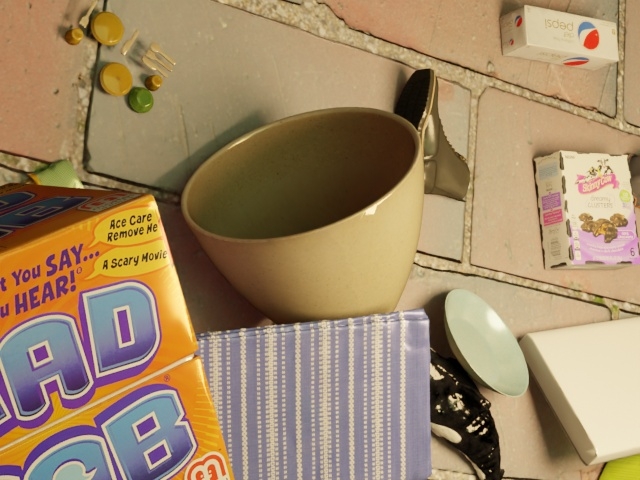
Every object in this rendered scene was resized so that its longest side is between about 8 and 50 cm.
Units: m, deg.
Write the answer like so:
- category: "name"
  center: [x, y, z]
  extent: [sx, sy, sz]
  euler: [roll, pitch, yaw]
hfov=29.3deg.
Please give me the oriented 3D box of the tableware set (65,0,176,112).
- category: "tableware set"
  center: [-0.283, -0.252, 1.704]
  extent: [0.154, 0.024, 0.104]
  euler: [36, 67, -22]

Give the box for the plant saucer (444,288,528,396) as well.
- category: "plant saucer"
  center: [0.248, 0.166, 1.908]
  extent: [0.195, 0.037, 0.195]
  euler: [36, 33, -28]

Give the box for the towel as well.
- category: "towel"
  center: [-0.009, 0.219, 1.596]
  extent: [0.336, 0.040, 0.243]
  euler: [-5, 100, -18]

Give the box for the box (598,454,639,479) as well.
- category: "box"
  center: [0.497, 0.417, 1.998]
  extent: [0.042, 0.109, 0.178]
  euler: [48, 60, -25]

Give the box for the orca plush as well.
- category: "orca plush"
  center: [0.215, 0.271, 1.857]
  extent: [0.151, 0.102, 0.287]
  euler: [-27, 95, -33]

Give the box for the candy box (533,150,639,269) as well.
- category: "candy box"
  center: [0.456, -0.050, 2.094]
  extent: [0.164, 0.070, 0.196]
  euler: [0, 80, -32]

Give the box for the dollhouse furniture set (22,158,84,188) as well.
- category: "dollhouse furniture set"
  center: [-0.321, -0.036, 1.611]
  extent: [0.076, 0.058, 0.152]
  euler: [-33, 98, -33]

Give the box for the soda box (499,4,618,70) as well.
- category: "soda box"
  center: [0.418, -0.351, 2.135]
  extent: [0.216, 0.069, 0.074]
  euler: [3, 79, -31]

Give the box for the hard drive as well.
- category: "hard drive"
  center: [0.520, 0.238, 2.032]
  extent: [0.353, 0.047, 0.233]
  euler: [-5, 54, -33]

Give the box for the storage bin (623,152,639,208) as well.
- category: "storage bin"
  center: [0.608, -0.099, 2.189]
  extent: [0.135, 0.091, 0.098]
  euler: [34, 64, -21]

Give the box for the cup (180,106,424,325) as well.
- category: "cup"
  center: [0.000, 0.000, 1.685]
  extent: [0.331, 0.331, 0.237]
  euler: [-39, 128, -32]

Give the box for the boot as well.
- category: "boot"
  center: [0.188, -0.164, 1.958]
  extent: [0.137, 0.077, 0.198]
  euler: [14, 86, -34]

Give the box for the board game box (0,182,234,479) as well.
- category: "board game box"
  center: [-0.365, 0.166, 1.318]
  extent: [0.356, 0.356, 0.356]
  euler: [-25, 109, -33]
